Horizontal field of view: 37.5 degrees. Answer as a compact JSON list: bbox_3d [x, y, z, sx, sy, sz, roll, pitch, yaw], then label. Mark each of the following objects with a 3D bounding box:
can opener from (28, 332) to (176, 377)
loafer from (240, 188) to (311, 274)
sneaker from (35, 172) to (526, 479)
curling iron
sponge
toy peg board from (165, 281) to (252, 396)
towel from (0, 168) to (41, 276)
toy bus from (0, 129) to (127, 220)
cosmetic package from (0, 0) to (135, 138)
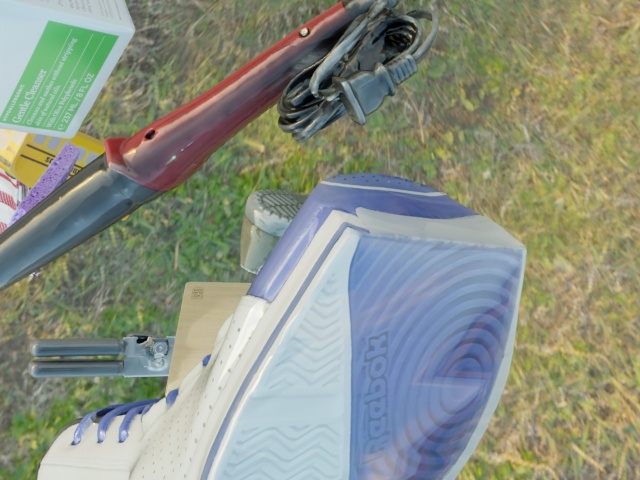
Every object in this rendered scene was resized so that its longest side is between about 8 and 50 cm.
[{"bbox_3d":[-0.395,0.211,1.740,0.283,0.095,0.076,3,93,-25],"label":"can opener"},{"bbox_3d":[0.000,0.000,1.038,0.251,0.094,0.087,6,120,-47],"label":"loafer"},{"bbox_3d":[-0.054,0.103,0.426,0.127,0.182,0.315,11,107,-39],"label":"sneaker"},{"bbox_3d":[-0.074,-0.030,0.401,0.274,0.068,0.035,-26,115,23],"label":"curling iron"},{"bbox_3d":[-0.446,-0.059,1.483,0.031,0.210,0.117,32,123,-11],"label":"sponge"},{"bbox_3d":[-0.093,0.140,1.159,0.161,0.160,0.079,2,145,5],"label":"toy peg board"},{"bbox_3d":[-0.673,-0.088,1.886,0.237,0.037,0.329,22,133,21],"label":"towel"},{"bbox_3d":[-0.467,-0.137,1.739,0.108,0.333,0.130,31,94,29],"label":"toy bus"},{"bbox_3d":[-0.420,-0.249,1.029,0.365,0.155,0.197,3,141,-39],"label":"cosmetic package"}]
